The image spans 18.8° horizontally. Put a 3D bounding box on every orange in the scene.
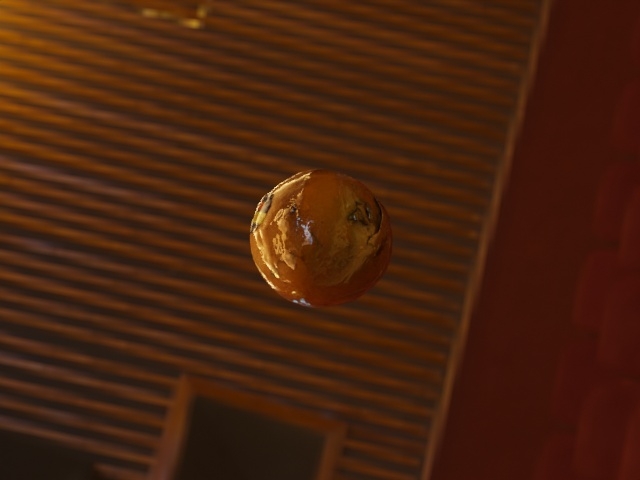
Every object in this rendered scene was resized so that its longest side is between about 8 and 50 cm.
[{"bbox_3d":[0.001,0.000,1.118,0.083,0.084,0.083,9,-90,-69],"label":"orange"}]
